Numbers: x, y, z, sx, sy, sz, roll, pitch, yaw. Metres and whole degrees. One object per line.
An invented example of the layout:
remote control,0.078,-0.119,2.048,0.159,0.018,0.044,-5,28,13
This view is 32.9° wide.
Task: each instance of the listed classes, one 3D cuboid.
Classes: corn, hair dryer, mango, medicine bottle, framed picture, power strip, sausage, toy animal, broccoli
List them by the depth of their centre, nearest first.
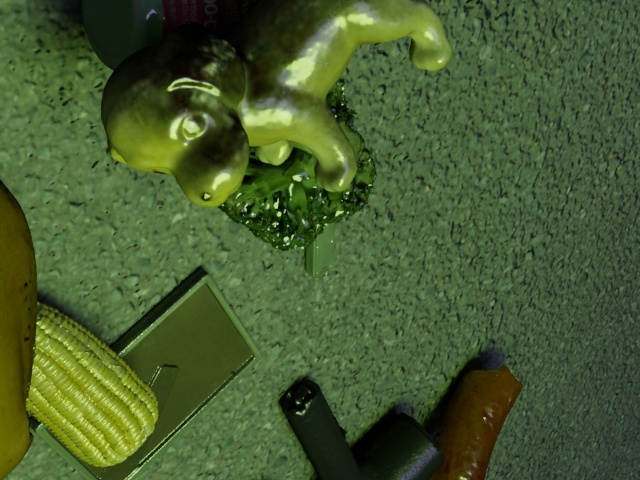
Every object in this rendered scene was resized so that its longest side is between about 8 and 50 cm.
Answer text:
toy animal,-0.028,-0.109,0.728,0.233,0.121,0.169,-45,138,-2
mango,-0.256,0.063,0.729,0.151,0.156,0.249,-13,129,-37
medicine bottle,-0.062,-0.177,0.799,0.216,0.090,0.090,-14,127,-38
corn,-0.202,0.119,0.885,0.085,0.063,0.165,-33,128,9
broccoli,-0.026,-0.073,0.888,0.146,0.138,0.162,-42,110,-25
framed picture,-0.154,0.135,0.998,0.203,0.015,0.150,-43,140,-13
power strip,0.000,0.000,1.049,0.027,0.017,0.083,-26,134,-31
hair dryer,0.025,0.243,1.210,0.197,0.089,0.251,-41,133,-15
sausage,0.176,0.298,1.328,0.102,0.076,0.302,16,79,-12
